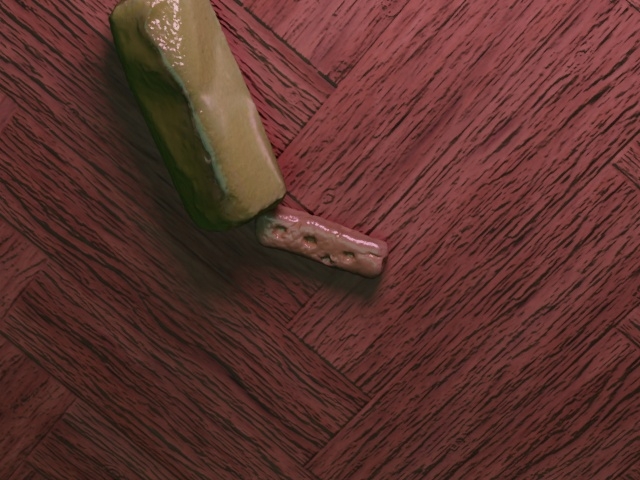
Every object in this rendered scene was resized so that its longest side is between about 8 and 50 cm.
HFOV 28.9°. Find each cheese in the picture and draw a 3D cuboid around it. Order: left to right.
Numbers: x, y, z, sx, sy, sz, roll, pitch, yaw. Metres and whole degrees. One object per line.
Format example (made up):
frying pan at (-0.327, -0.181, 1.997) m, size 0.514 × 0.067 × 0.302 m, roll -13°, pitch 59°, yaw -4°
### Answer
cheese at (0.000, 0.000, 1.732) m, size 0.194 × 0.043 × 0.065 m, roll 18°, pitch 110°, yaw 9°

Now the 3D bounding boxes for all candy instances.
candy at (-0.165, -0.178, 1.662) m, size 0.142 × 0.132 × 0.344 m, roll 3°, pitch 118°, yaw 60°
